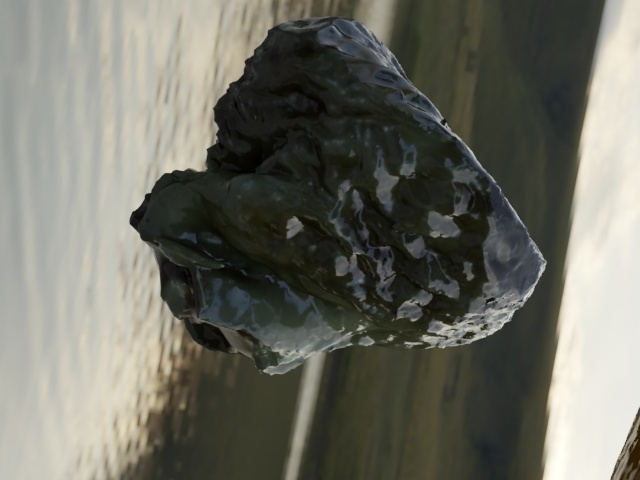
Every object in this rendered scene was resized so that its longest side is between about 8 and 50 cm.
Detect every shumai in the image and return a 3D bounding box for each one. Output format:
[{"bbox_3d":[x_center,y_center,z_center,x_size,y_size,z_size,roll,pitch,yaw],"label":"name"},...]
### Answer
[{"bbox_3d":[0.002,-0.001,0.865,0.256,0.218,0.189,52,9,-51],"label":"shumai"}]

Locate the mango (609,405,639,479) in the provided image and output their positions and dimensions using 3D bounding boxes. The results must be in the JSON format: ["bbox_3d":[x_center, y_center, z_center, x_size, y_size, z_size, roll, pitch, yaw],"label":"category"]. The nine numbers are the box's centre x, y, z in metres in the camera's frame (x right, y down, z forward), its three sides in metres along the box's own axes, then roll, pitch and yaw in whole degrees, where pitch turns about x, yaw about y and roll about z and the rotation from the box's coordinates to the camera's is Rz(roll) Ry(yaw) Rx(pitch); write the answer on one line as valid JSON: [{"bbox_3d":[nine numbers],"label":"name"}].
[{"bbox_3d":[0.213,0.069,0.585,0.187,0.144,0.359,-101,-146,-83],"label":"mango"}]
